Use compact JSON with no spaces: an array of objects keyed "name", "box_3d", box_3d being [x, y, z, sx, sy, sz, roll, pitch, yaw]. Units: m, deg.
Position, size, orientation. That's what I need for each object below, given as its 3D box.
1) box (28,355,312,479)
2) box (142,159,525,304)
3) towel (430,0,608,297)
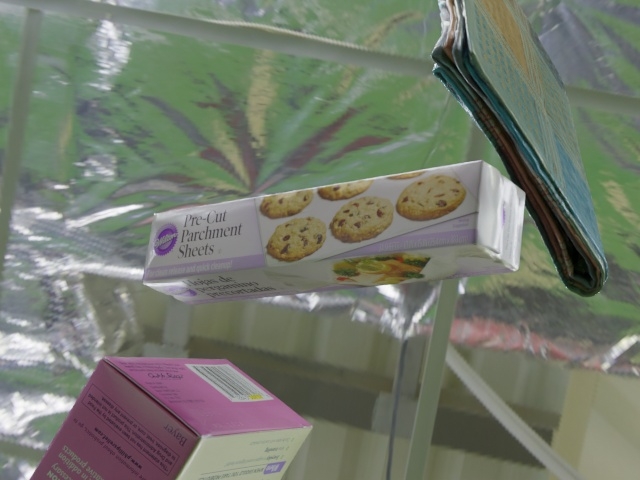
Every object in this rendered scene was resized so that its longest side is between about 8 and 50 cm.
[{"name":"box","box_3d":[-0.153,0.232,1.075,0.117,0.213,0.243,34,-81,23]},{"name":"box","box_3d":[0.000,0.000,0.936,0.324,0.063,0.067,-7,-114,38]},{"name":"towel","box_3d":[0.172,-0.147,1.111,0.040,0.370,0.271,-26,-60,19]}]
